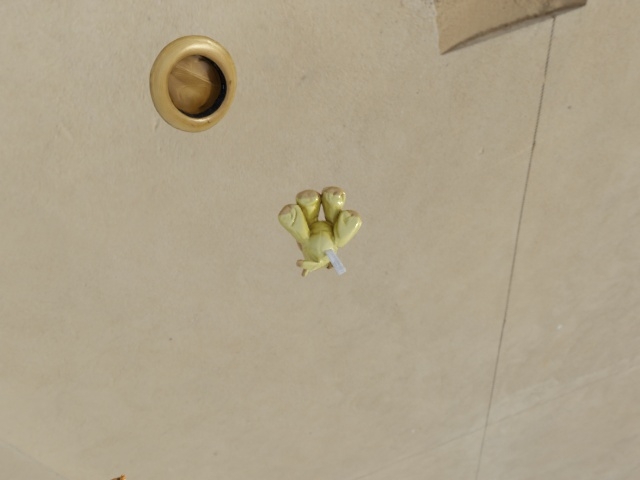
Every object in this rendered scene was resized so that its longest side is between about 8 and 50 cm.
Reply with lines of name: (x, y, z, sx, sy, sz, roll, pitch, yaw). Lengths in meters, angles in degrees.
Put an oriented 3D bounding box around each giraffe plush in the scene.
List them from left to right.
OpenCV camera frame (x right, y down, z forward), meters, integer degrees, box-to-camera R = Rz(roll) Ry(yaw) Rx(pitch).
giraffe plush: (0.000, 0.000, 0.972, 0.181, 0.211, 0.170, -12, 165, -8)

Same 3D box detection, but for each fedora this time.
fedora: (-0.255, -0.308, 0.805, 0.194, 0.079, 0.195, -37, 148, -28)

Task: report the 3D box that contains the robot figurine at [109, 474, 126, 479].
robot figurine: (-0.676, 0.785, 1.148, 0.290, 0.085, 0.211, -18, 94, -14)
